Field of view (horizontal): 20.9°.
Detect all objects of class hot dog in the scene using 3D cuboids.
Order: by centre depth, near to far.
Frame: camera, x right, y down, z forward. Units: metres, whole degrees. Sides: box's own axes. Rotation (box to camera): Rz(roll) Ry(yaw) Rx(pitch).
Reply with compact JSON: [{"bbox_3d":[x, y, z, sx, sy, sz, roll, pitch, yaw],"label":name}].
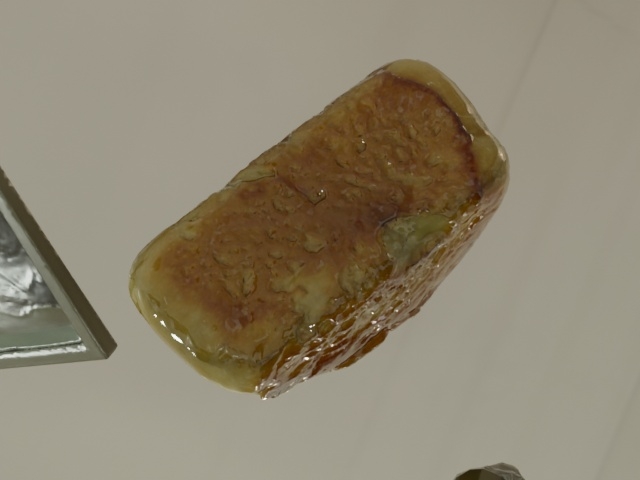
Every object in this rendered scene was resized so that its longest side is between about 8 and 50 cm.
[{"bbox_3d":[0.000,0.000,1.161,0.150,0.256,0.153,50,169,12],"label":"hot dog"}]

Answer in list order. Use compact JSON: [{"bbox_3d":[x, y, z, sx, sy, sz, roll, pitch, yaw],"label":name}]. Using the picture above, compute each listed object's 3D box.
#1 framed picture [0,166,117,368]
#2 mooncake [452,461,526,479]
[{"bbox_3d":[-0.285,0.016,1.221,0.265,0.018,0.192,-8,121,38],"label":"framed picture"},{"bbox_3d":[0.244,0.290,1.129,0.394,0.393,0.246,55,172,27],"label":"mooncake"}]
